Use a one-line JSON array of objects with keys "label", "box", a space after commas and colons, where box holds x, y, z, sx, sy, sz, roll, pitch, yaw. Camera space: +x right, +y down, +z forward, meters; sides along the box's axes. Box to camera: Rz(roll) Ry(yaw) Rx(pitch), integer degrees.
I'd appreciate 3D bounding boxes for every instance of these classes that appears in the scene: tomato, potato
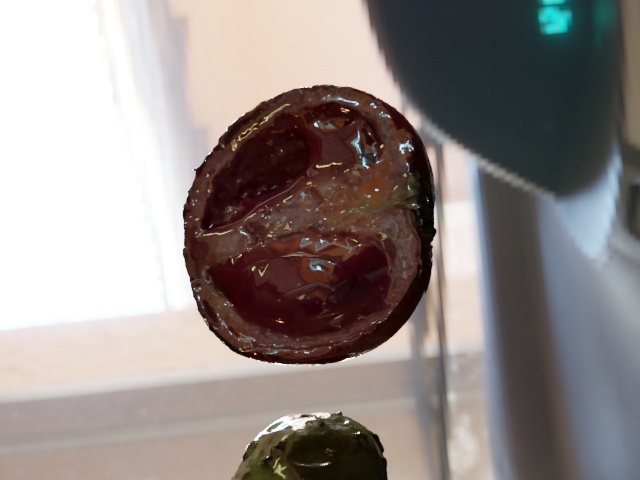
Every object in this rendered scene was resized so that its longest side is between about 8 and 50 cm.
[{"label": "tomato", "box": [0.000, 0.000, 1.258, 0.099, 0.173, 0.189, 45, -140, -64]}, {"label": "potato", "box": [-0.031, 0.237, 1.307, 0.149, 0.113, 0.251, -3, 62, 54]}]
